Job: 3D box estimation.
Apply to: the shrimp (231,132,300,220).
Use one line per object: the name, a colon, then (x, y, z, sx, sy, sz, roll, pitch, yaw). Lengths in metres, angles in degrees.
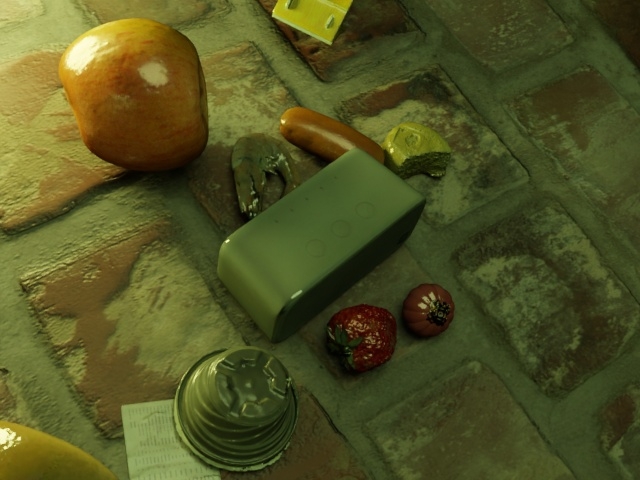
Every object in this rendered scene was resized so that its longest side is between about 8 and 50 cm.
shrimp: (-0.108, -0.111, 1.969, 0.145, 0.059, 0.254, 2, 57, -26)

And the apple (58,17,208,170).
apple: (-0.356, -0.277, 1.857, 0.275, 0.299, 0.298, -7, 64, -7)

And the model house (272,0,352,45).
model house: (0.005, -0.623, 2.117, 0.300, 0.340, 0.323, 26, 62, 1)

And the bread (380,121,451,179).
bread: (0.199, -0.195, 2.084, 0.156, 0.086, 0.125, -9, 60, -22)

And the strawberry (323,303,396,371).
strawberry: (0.086, 0.180, 1.826, 0.148, 0.131, 0.131, -21, 70, -16)

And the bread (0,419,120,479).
bread: (-0.471, 0.475, 1.433, 0.348, 0.253, 0.376, 30, 60, -3)

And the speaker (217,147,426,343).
speaker: (0.000, 0.000, 1.868, 0.406, 0.183, 0.184, -37, 72, -29)

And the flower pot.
flower pot: (-0.136, 0.276, 1.697, 0.236, 0.140, 0.235, 9, 59, -15)

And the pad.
pad: (-0.253, 0.401, 1.675, 0.160, 0.009, 0.264, -5, 64, -18)

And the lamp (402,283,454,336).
lamp: (0.213, 0.137, 1.901, 0.108, 0.092, 0.107, -3, 96, -23)

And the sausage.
sausage: (0.026, -0.208, 2.036, 0.238, 0.098, 0.098, 26, 58, 6)
